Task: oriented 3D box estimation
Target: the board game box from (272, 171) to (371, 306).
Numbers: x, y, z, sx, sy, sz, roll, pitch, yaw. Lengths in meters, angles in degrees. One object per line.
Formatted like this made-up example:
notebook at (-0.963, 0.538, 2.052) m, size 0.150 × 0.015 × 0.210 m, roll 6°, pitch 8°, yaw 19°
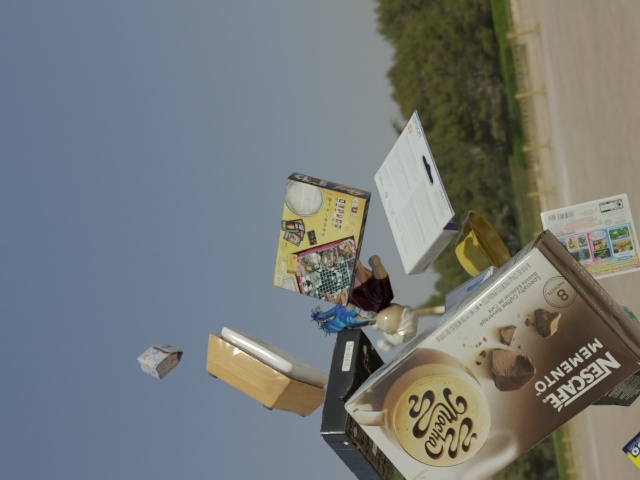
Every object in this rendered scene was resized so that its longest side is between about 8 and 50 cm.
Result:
board game box at (0.000, 0.000, 1.684) m, size 0.042 × 0.165 × 0.243 m, roll -52°, pitch -25°, yaw -61°

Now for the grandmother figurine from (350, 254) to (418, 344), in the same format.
grandmother figurine at (0.082, 0.094, 1.839) m, size 0.342 × 0.104 × 0.208 m, roll 46°, pitch 160°, yaw -6°

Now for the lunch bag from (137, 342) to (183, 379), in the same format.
lunch bag at (-0.370, 0.272, 1.950) m, size 0.083 × 0.071 × 0.053 m, roll -39°, pitch -49°, yaw -35°

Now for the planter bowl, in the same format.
planter bowl at (0.422, 0.034, 2.233) m, size 0.217 × 0.090 × 0.217 m, roll 41°, pitch -153°, yaw -27°

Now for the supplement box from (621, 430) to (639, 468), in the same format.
supplement box at (0.968, 0.599, 2.107) m, size 0.195 × 0.194 × 0.356 m, roll 36°, pitch -171°, yaw -23°

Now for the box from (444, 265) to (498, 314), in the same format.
box at (0.354, 0.220, 1.868) m, size 0.087 × 0.169 × 0.290 m, roll 30°, pitch -132°, yaw -21°

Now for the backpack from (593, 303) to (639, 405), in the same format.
backpack at (0.624, 0.263, 2.046) m, size 0.273 × 0.355 × 0.290 m, roll -33°, pitch -49°, yaw -58°

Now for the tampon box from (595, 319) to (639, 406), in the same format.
tampon box at (0.465, 0.197, 1.428) m, size 0.120 × 0.161 × 0.101 m, roll -101°, pitch 28°, yaw -47°

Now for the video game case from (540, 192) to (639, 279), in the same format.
video game case at (0.499, 0.001, 1.546) m, size 0.019 × 0.157 × 0.143 m, roll -13°, pitch -90°, yaw -75°

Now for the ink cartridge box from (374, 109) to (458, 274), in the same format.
ink cartridge box at (0.267, -0.123, 2.248) m, size 0.330 × 0.071 × 0.324 m, roll 122°, pitch 138°, yaw -56°

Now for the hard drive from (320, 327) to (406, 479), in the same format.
hard drive at (0.102, 0.369, 1.735) m, size 0.339 × 0.064 × 0.237 m, roll 56°, pitch -145°, yaw -44°

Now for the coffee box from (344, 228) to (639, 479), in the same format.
coffee box at (0.198, 0.149, 0.963) m, size 0.168 × 0.297 × 0.119 m, roll 49°, pitch -158°, yaw 5°

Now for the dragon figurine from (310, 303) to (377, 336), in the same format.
dragon figurine at (0.068, 0.221, 2.220) m, size 0.085 × 0.144 × 0.289 m, roll 35°, pitch -178°, yaw -28°

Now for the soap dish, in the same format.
soap dish at (-0.119, 0.312, 1.963) m, size 0.118 × 0.228 × 0.291 m, roll -62°, pitch -25°, yaw -6°
